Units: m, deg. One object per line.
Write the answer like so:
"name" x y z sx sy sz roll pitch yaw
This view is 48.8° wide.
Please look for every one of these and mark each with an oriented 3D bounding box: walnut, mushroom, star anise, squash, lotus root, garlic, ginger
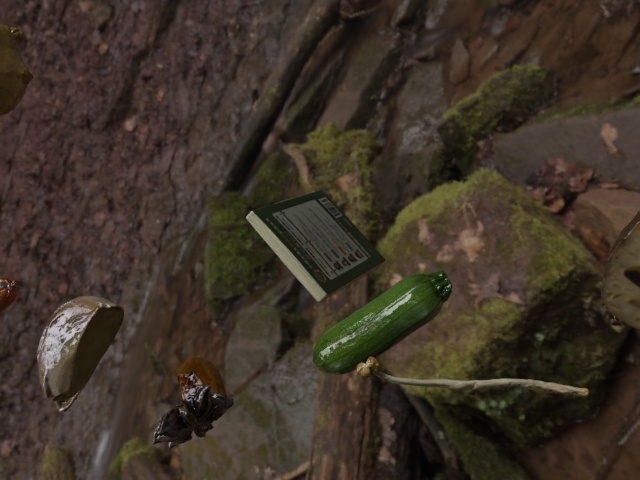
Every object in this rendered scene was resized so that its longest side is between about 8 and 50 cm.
"walnut" -0.307 0.391 1.843 0.116 0.115 0.207 -60 45 26
"mushroom" 0.184 0.170 0.847 0.028 0.286 0.026 113 164 -69
"star anise" -0.312 0.426 1.701 0.089 0.209 0.231 59 151 22
"squash" 0.082 0.112 0.948 0.219 0.077 0.068 -35 78 9
"lotus root" 0.484 0.062 0.985 0.170 0.261 0.074 1 30 29
"garlic" -0.379 0.157 1.085 0.101 0.087 0.196 38 99 43
"ginger" -0.631 -0.311 1.170 0.236 0.166 0.375 -48 51 -2

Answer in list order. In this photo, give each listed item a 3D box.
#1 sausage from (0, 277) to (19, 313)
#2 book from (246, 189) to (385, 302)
"sausage" -0.631 0.163 1.198 0.348 0.053 0.053 -36 38 17
"book" 0.000 0.000 1.320 0.202 0.264 0.027 49 119 9
